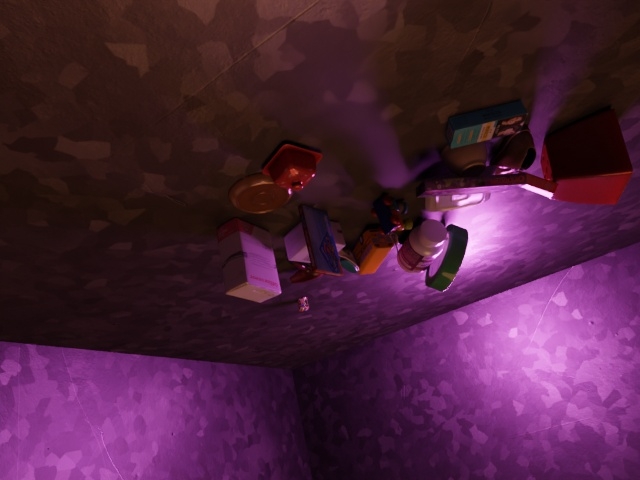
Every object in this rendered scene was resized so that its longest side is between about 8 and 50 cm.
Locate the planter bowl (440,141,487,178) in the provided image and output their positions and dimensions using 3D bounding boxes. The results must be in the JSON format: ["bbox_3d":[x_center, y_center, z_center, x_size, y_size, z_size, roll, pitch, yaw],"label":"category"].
[{"bbox_3d":[0.527,-0.289,1.630,0.162,0.109,0.162,-11,153,-6],"label":"planter bowl"}]

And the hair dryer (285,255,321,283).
[{"bbox_3d":[-0.080,0.121,2.205,0.224,0.080,0.293,10,140,-15],"label":"hair dryer"}]

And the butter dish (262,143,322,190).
[{"bbox_3d":[-0.084,-0.214,1.471,0.160,0.118,0.160,9,146,-37],"label":"butter dish"}]

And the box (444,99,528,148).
[{"bbox_3d":[0.546,-0.382,1.511,0.245,0.060,0.100,-14,154,0],"label":"box"}]

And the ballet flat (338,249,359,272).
[{"bbox_3d":[0.100,0.065,2.099,0.086,0.086,0.248,-31,132,30],"label":"ballet flat"}]

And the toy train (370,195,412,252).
[{"bbox_3d":[0.313,-0.059,1.827,0.144,0.247,0.105,-1,151,-34],"label":"toy train"}]

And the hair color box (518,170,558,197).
[{"bbox_3d":[0.791,-0.207,1.678,0.141,0.043,0.072,25,180,19],"label":"hair color box"}]

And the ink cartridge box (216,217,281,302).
[{"bbox_3d":[-0.278,0.081,1.765,0.117,0.282,0.207,-27,150,25],"label":"ink cartridge box"}]

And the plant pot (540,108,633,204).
[{"bbox_3d":[0.974,-0.289,1.711,0.236,0.267,0.267,-7,156,18],"label":"plant pot"}]

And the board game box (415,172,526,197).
[{"bbox_3d":[0.537,-0.198,1.664,0.347,0.056,0.208,-4,175,4],"label":"board game box"}]

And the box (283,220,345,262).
[{"bbox_3d":[-0.026,0.003,1.920,0.181,0.118,0.182,9,145,-38],"label":"box"}]

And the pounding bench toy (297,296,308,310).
[{"bbox_3d":[-0.099,0.373,2.664,0.052,0.065,0.083,-5,152,-17],"label":"pounding bench toy"}]

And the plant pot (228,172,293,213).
[{"bbox_3d":[-0.206,-0.158,1.617,0.237,0.032,0.236,-11,153,-6],"label":"plant pot"}]

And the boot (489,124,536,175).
[{"bbox_3d":[0.724,-0.291,1.719,0.113,0.115,0.305,-16,155,-2],"label":"boot"}]

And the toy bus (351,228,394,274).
[{"bbox_3d":[0.231,0.058,2.138,0.108,0.130,0.332,-5,152,-17],"label":"toy bus"}]

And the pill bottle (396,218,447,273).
[{"bbox_3d":[0.483,0.028,2.159,0.170,0.169,0.301,-7,153,-13],"label":"pill bottle"}]

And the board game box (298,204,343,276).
[{"bbox_3d":[0.000,0.000,1.744,0.145,0.281,0.027,13,143,-42],"label":"board game box"}]

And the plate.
[{"bbox_3d":[0.570,-0.196,1.867,0.278,0.045,0.278,-10,155,10],"label":"plate"}]

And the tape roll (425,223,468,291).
[{"bbox_3d":[0.595,0.081,2.159,0.077,0.321,0.321,21,150,2],"label":"tape roll"}]
